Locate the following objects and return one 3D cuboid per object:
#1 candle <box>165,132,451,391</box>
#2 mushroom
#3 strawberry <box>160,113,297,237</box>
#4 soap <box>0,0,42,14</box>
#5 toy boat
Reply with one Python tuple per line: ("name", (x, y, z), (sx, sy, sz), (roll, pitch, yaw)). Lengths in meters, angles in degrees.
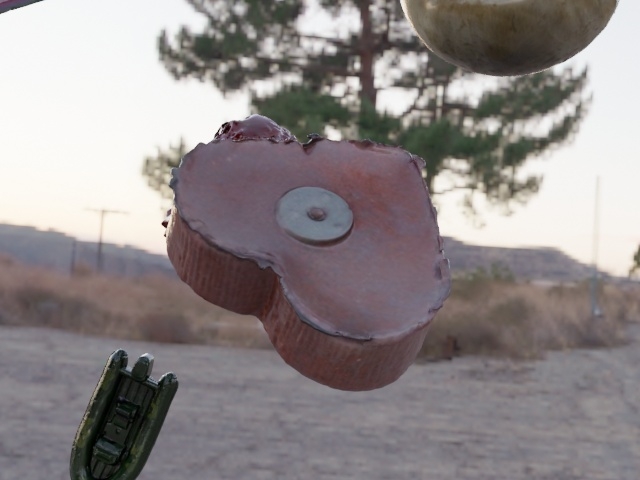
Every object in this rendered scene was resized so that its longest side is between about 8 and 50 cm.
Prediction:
("candle", (0.000, 0.000, 1.260), (0.317, 0.287, 0.131), (34, -38, 13))
("mushroom", (0.211, -0.281, 1.272), (0.253, 0.189, 0.195), (-9, -30, 10))
("strawberry", (-0.085, -0.064, 1.487), (0.233, 0.178, 0.234), (7, 32, -4))
("soap", (-0.287, -0.214, 0.887), (0.149, 0.100, 0.056), (-24, -34, -25))
("toy boat", (-0.266, 0.246, 1.530), (0.104, 0.210, 0.052), (25, 3, 4))
